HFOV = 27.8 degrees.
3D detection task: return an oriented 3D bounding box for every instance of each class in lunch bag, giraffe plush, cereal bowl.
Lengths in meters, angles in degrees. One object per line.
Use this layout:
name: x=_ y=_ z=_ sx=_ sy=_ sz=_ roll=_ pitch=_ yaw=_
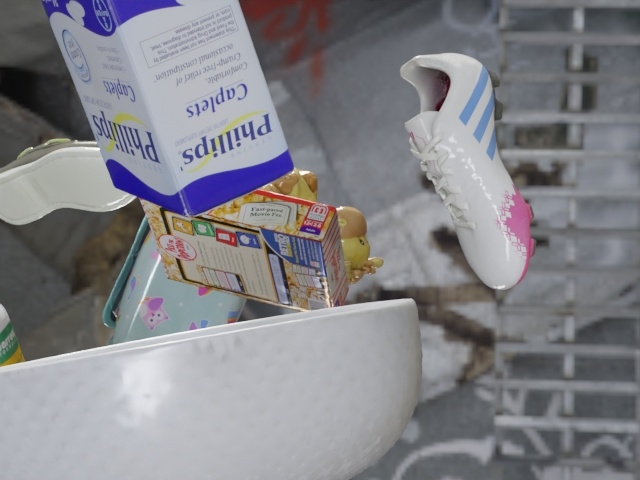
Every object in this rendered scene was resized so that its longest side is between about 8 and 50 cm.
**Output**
lunch bag: x=-0.180 y=0.051 z=1.698 sx=0.262 sy=0.160 sz=0.223 roll=-144 pitch=77 yaw=-80
giraffe plush: x=0.000 y=0.000 z=1.973 sx=0.181 sy=0.170 sz=0.210 roll=-42 pitch=-45 yaw=-44
cereal bowl: x=-0.088 y=0.134 z=0.917 sx=0.339 sy=0.339 sz=0.141 roll=19 pitch=-119 yaw=-84

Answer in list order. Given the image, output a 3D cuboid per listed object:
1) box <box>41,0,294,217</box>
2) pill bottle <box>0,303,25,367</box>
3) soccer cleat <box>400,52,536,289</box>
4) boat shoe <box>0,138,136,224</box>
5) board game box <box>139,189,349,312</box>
box: x=-0.092 y=-0.095 z=0.751 sx=0.126 sy=0.072 sz=0.137 roll=20 pitch=134 yaw=60
pill bottle: x=-0.334 y=0.124 z=1.205 sx=0.117 sy=0.117 sz=0.208 roll=-73 pitch=-31 yaw=-70
soccer cleat: x=0.175 y=-0.092 z=1.666 sx=0.116 sy=0.143 sz=0.331 roll=-39 pitch=54 yaw=49
boat shoe: x=-0.348 y=-0.097 z=1.823 sx=0.109 sy=0.305 sz=0.091 roll=59 pitch=-139 yaw=-27
board game box: x=-0.074 y=0.005 z=1.304 sx=0.147 sy=0.193 sz=0.045 roll=81 pitch=-153 yaw=-54
